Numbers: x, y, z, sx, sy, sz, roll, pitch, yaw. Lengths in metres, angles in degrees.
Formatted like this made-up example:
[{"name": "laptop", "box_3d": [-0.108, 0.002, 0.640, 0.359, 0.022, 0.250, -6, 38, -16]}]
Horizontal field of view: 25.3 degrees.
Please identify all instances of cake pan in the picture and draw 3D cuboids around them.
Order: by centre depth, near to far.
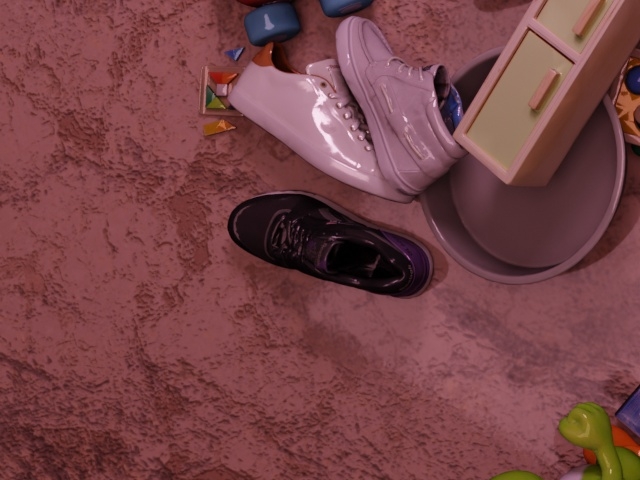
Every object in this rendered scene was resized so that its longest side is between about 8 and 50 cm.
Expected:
[{"name": "cake pan", "box_3d": [0.250, -0.092, 1.743, 0.293, 0.054, 0.293, 0, 90, 40]}]

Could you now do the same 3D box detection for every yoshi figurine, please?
[{"name": "yoshi figurine", "box_3d": [0.272, 0.303, 1.628, 0.203, 0.362, 0.203, -21, 85, 19]}]

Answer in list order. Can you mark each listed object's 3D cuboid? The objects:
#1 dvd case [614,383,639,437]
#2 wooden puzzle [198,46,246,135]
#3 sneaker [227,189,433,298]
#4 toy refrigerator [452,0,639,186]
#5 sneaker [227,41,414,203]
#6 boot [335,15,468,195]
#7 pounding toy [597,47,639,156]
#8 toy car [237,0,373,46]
[{"name": "dvd case", "box_3d": [0.511, 0.227, 1.723, 0.253, 0.022, 0.180, 41, 103, 14]}, {"name": "wooden puzzle", "box_3d": [-0.131, -0.202, 1.937, 0.078, 0.014, 0.116, -3, 90, 19]}, {"name": "sneaker", "box_3d": [0.000, 0.000, 1.838, 0.283, 0.124, 0.107, 15, 96, 18]}, {"name": "toy refrigerator", "box_3d": [0.268, -0.199, 1.628, 0.102, 0.094, 0.269, 46, 118, 30]}, {"name": "sneaker", "box_3d": [0.017, -0.159, 1.837, 0.290, 0.106, 0.123, 35, 104, 16]}, {"name": "boot", "box_3d": [0.111, -0.192, 1.780, 0.123, 0.095, 0.258, -35, 67, 37]}, {"name": "pounding toy", "box_3d": [0.407, -0.147, 1.706, 0.130, 0.100, 0.141, 19, 97, 18]}, {"name": "toy car", "box_3d": [-0.070, -0.384, 1.792, 0.210, 0.238, 0.219, -19, 85, 19]}]
